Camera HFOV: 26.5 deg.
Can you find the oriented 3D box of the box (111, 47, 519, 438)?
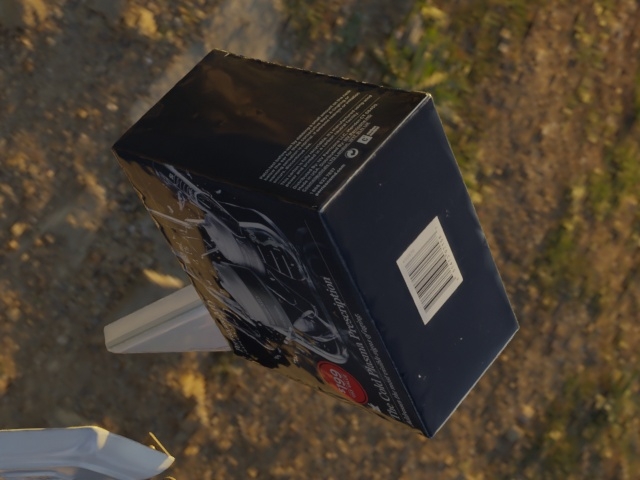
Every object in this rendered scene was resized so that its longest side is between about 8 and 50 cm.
[{"bbox_3d":[0.000,0.000,1.448,0.179,0.313,0.343,-47,132,-24],"label":"box"}]

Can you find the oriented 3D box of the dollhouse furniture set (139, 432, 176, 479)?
[{"bbox_3d":[-0.282,0.347,1.941,0.123,0.144,0.151,-48,146,1],"label":"dollhouse furniture set"}]

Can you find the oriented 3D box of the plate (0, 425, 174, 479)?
[{"bbox_3d":[-0.360,0.284,1.732,0.277,0.278,0.045,48,39,-69],"label":"plate"}]

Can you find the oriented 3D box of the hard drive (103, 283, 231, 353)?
[{"bbox_3d":[-0.105,0.090,1.870,0.233,0.353,0.047,3,71,-41],"label":"hard drive"}]
